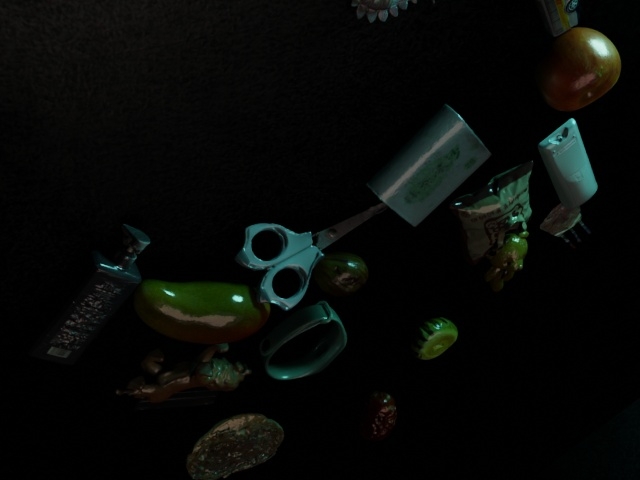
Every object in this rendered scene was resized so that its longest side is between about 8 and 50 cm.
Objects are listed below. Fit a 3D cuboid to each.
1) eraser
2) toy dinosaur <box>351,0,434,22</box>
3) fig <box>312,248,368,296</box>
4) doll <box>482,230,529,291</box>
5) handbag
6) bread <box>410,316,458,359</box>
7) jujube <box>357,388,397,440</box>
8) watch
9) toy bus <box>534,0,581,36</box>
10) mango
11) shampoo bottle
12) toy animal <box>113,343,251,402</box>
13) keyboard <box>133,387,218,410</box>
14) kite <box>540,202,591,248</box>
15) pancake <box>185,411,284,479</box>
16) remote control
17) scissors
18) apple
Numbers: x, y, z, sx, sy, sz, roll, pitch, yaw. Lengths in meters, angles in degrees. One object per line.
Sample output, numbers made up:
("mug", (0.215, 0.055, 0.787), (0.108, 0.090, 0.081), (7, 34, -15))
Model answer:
("eraser", (0.227, -0.151, 1.255), (0.227, 0.081, 0.174), (-44, 135, 13))
("toy dinosaur", (0.112, -0.405, 0.992), (0.209, 0.039, 0.082), (-3, 133, -14))
("fig", (0.029, 0.060, 1.320), (0.155, 0.103, 0.109), (40, 79, -27))
("doll", (0.501, 0.065, 1.597), (0.137, 0.097, 0.209), (-32, 142, -10))
("handbag", (0.412, -0.063, 1.406), (0.213, 0.127, 0.235), (-33, 139, -3))
("bread", (0.316, 0.274, 1.687), (0.130, 0.071, 0.139), (12, 119, -40))
("jujube", (0.173, 0.526, 1.802), (0.112, 0.109, 0.176), (-39, 147, -48))
("watch", (-0.038, 0.249, 1.471), (0.195, 0.068, 0.237), (28, 114, -40))
("toy bus", (0.432, -0.463, 1.117), (0.072, 0.057, 0.172), (-35, 137, 15))
("mango", (-0.237, 0.143, 1.217), (0.289, 0.129, 0.146), (6, 149, -25))
("shampoo bottle", (-0.420, 0.103, 1.113), (0.309, 0.071, 0.098), (-47, 134, 15))
("toy animal", (-0.304, 0.312, 1.354), (0.313, 0.097, 0.157), (-9, 138, -21))
("keyboard", (-0.344, 0.382, 1.447), (0.203, 0.011, 0.067), (5, 127, -33))
("kite", (0.698, -0.043, 1.670), (0.127, 0.016, 0.229), (-45, 135, 17))
("pancake", (-0.234, 0.570, 1.648), (0.283, 0.049, 0.282), (-17, 134, -18))
("remote control", (0.622, -0.177, 1.482), (0.103, 0.051, 0.293), (-40, 135, 8))
("scissors", (0.001, 0.000, 1.255), (0.361, 0.029, 0.191), (-28, 100, -18))
("apple", (0.512, -0.346, 1.206), (0.164, 0.139, 0.163), (-22, 163, -7))
